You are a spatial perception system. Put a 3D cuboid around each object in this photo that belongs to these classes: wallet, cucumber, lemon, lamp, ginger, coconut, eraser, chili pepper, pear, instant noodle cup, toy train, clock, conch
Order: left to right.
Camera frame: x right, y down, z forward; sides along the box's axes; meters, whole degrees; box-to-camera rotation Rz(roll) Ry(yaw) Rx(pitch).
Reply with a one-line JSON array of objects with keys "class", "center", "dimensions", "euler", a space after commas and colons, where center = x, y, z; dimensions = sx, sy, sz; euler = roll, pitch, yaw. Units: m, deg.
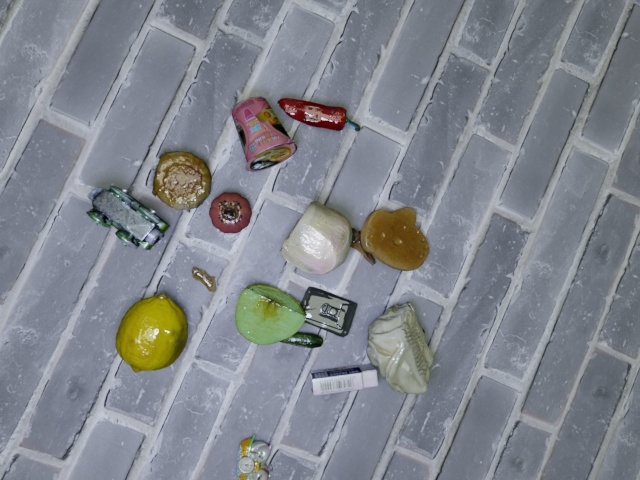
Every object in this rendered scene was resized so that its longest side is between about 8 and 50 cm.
[{"class": "toy train", "center": [-0.761, -0.087, 1.600], "dimensions": [0.307, 0.249, 0.173], "euler": [38, 83, -5]}, {"class": "lemon", "center": [-0.666, 0.369, 1.604], "dimensions": [0.268, 0.268, 0.321], "euler": [27, 86, -5]}, {"class": "ginger", "center": [-0.502, 0.167, 1.732], "dimensions": [0.137, 0.044, 0.057], "euler": [44, 56, -10]}, {"class": "lamp", "center": [-0.382, -0.118, 1.700], "dimensions": [0.182, 0.140, 0.181], "euler": [1, 87, -10]}, {"class": "clock", "center": [-0.282, 0.953, 1.715], "dimensions": [0.144, 0.103, 0.230], "euler": [3, 88, 2]}, {"class": "instant noodle cup", "center": [-0.254, -0.454, 1.689], "dimensions": [0.244, 0.244, 0.255], "euler": [-24, 85, -6]}, {"class": "pear", "center": [-0.234, 0.327, 1.719], "dimensions": [0.288, 0.139, 0.239], "euler": [27, 101, -10]}, {"class": "cucumber", "center": [-0.100, 0.434, 1.761], "dimensions": [0.228, 0.069, 0.069], "euler": [9, 88, -4]}, {"class": "chili pepper", "center": [-0.001, -0.553, 1.764], "dimensions": [0.388, 0.110, 0.110], "euler": [10, 88, -7]}, {"class": "coconut", "center": [0.000, 0.000, 1.665], "dimensions": [0.255, 0.297, 0.297], "euler": [35, 86, -6]}, {"class": "wallet", "center": [0.029, 0.319, 1.788], "dimensions": [0.245, 0.052, 0.168], "euler": [21, 83, -3]}, {"class": "eraser", "center": [0.101, 0.609, 1.751], "dimensions": [0.287, 0.130, 0.086], "euler": [-5, 86, -5]}, {"class": "conch", "center": [0.178, 0.011, 1.792], "dimensions": [0.233, 0.086, 0.080], "euler": [35, 61, -11]}]

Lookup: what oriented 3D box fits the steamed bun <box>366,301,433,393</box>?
[{"class": "steamed bun", "center": [0.319, 0.469, 1.714], "dimensions": [0.238, 0.394, 0.346], "euler": [-22, 137, 25]}]

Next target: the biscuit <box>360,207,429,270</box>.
[{"class": "biscuit", "center": [0.342, -0.021, 1.798], "dimensions": [0.344, 0.057, 0.287], "euler": [26, 74, -19]}]

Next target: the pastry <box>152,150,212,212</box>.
[{"class": "pastry", "center": [-0.579, -0.251, 1.692], "dimensions": [0.236, 0.121, 0.256], "euler": [12, 86, -10]}]
